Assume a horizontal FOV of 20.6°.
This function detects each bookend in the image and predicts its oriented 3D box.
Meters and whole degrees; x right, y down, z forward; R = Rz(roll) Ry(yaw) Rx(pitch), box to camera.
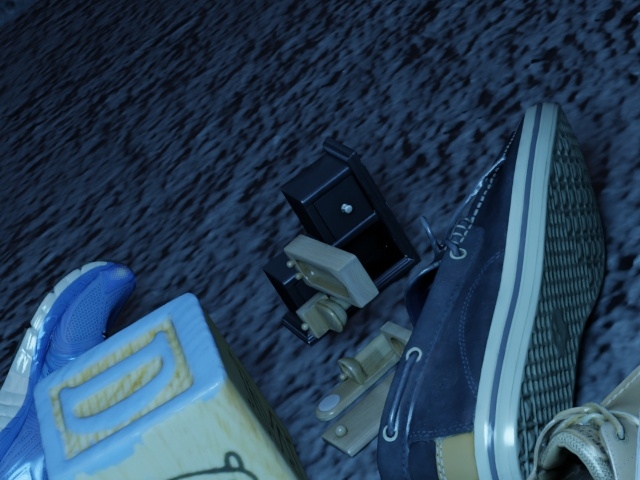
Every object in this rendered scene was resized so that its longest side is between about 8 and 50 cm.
[{"bbox_3d":[0.000,0.000,1.899,0.156,0.157,0.072,-37,28,-11],"label":"bookend"}]

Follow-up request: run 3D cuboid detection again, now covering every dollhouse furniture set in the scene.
[{"bbox_3d":[0.005,0.101,1.737,0.123,0.151,0.144,-41,27,-16],"label":"dollhouse furniture set"}]

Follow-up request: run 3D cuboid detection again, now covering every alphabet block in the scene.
[{"bbox_3d":[-0.137,0.203,1.665,0.192,0.197,0.193,-31,27,3],"label":"alphabet block"}]

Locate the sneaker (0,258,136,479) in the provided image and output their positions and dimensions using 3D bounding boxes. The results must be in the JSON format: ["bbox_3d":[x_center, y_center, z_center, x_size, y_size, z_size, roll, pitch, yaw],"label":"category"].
[{"bbox_3d":[-0.268,0.173,1.917,0.147,0.129,0.330,20,64,6],"label":"sneaker"}]

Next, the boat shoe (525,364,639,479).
[{"bbox_3d":[0.233,0.187,1.411,0.122,0.110,0.341,0,41,45],"label":"boat shoe"}]

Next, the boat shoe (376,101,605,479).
[{"bbox_3d":[0.161,0.050,1.636,0.156,0.186,0.500,-9,40,26],"label":"boat shoe"}]

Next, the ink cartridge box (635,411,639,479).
[{"bbox_3d":[0.360,0.235,1.141,0.286,0.166,0.395,-15,31,23],"label":"ink cartridge box"}]
